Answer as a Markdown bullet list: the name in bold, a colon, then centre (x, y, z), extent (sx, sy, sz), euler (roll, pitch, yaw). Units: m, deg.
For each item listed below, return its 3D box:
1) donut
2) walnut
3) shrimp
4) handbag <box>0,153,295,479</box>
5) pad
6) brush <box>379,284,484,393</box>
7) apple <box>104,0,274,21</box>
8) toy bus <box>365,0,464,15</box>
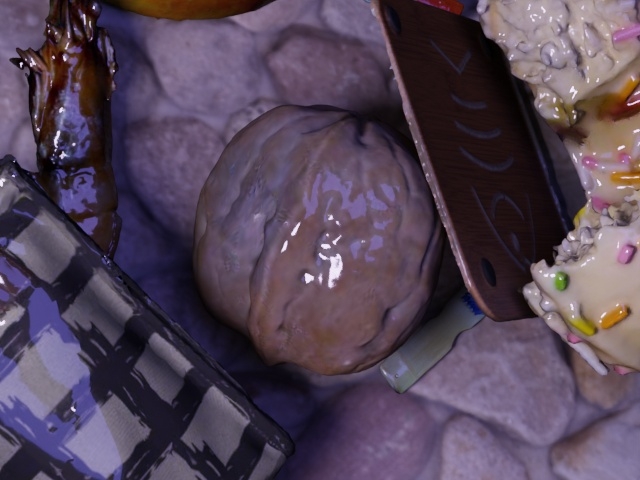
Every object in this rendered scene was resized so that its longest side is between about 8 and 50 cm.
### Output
- **donut**: centre (0.278, -0.062, 1.565), extent (0.307, 0.150, 0.371), euler (24, 49, -43)
- **walnut**: centre (0.000, 0.000, 1.477), extent (0.224, 0.224, 0.224), euler (6, 72, -18)
- **shrimp**: centre (-0.255, -0.089, 1.488), extent (0.178, 0.075, 0.289), euler (0, 87, -18)
- **handbag**: centre (-0.229, 0.158, 1.329), extent (0.327, 0.162, 0.325), euler (51, 57, -17)
- **pad**: centre (0.141, -0.067, 1.543), extent (0.286, 0.018, 0.284), euler (0, 70, -64)
- **brush**: centre (0.123, 0.068, 1.595), extent (0.178, 0.030, 0.033), euler (-41, 101, -26)
- **apple**: centre (-0.081, -0.345, 1.593), extent (0.346, 0.254, 0.179), euler (-35, 47, -25)
- **toy bus**: centre (0.076, -0.225, 1.657), extent (0.110, 0.043, 0.031), euler (28, 67, -10)
